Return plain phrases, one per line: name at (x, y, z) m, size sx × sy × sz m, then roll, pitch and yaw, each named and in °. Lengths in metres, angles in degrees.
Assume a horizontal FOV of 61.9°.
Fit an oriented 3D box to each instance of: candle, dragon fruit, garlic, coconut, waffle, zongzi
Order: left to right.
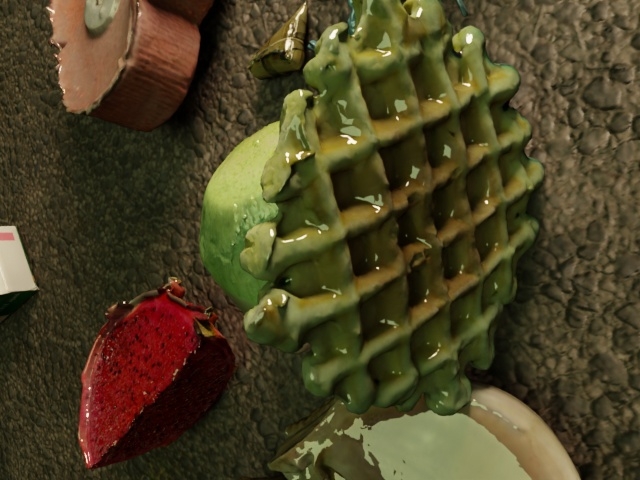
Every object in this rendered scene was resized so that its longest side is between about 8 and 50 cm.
candle at (-0.253, -0.308, 0.713) m, size 0.287 × 0.131 × 0.317 m, roll 19°, pitch 93°, yaw 36°
dragon fruit at (-0.214, 0.158, 0.718) m, size 0.274 × 0.126 × 0.161 m, roll -49°, pitch 58°, yaw 14°
zongzi at (-0.051, -0.239, 0.642) m, size 0.076 × 0.040 × 0.083 m, roll -1°, pitch 80°, yaw 38°
coconut at (0.000, 0.000, 0.524) m, size 0.204 × 0.235 × 0.236 m, roll 14°, pitch 100°, yaw 43°
waffle at (0.078, -0.019, 0.414) m, size 0.056 × 0.291 × 0.309 m, roll 6°, pitch 74°, yaw 50°
garlic at (0.111, 0.261, 0.504) m, size 0.325 × 0.132 × 0.279 m, roll 43°, pitch 111°, yaw 15°

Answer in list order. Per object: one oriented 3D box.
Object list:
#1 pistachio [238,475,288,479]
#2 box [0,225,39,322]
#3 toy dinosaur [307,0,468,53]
pistachio at (-0.031, 0.363, 0.600) m, size 0.144 × 0.144 × 0.215 m, roll -48°, pitch 66°, yaw 24°
box at (-0.617, 0.077, 0.977) m, size 0.199 × 0.081 × 0.135 m, roll -31°, pitch 76°, yaw 27°
toy dinosaur at (0.061, -0.237, 0.568) m, size 0.197 × 0.045 × 0.080 m, roll 2°, pitch 106°, yaw 38°
